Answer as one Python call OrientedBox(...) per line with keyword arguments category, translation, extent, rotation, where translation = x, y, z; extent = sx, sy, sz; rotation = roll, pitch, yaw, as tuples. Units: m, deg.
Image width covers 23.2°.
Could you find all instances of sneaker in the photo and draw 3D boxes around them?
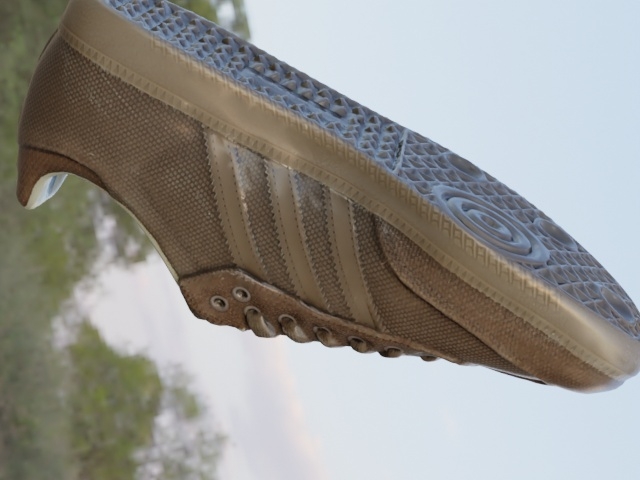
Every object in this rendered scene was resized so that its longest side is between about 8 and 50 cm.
OrientedBox(category="sneaker", translation=(0.000, 0.000, 0.444), extent=(0.071, 0.188, 0.066), rotation=(-60, 173, 20))
